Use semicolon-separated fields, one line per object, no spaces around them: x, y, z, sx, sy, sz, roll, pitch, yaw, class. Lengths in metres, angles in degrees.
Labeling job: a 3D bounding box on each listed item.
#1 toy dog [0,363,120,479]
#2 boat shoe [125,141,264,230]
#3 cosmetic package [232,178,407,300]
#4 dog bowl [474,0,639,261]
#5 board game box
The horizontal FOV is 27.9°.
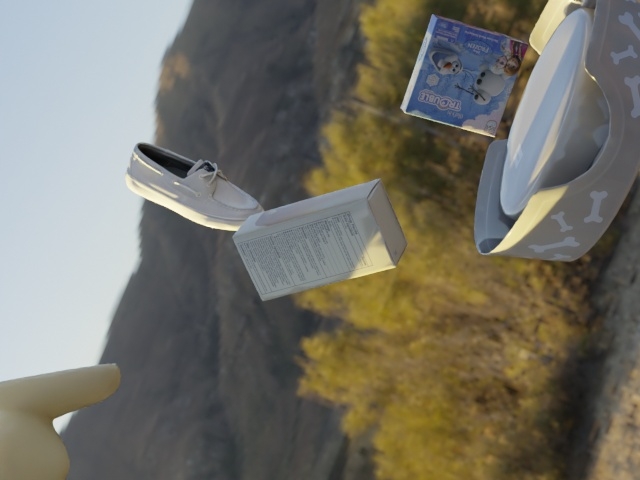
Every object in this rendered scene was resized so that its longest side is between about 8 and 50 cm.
-0.314;0.355;1.206;0.284;0.395;0.408;-28;75;42;toy dog
-0.150;-0.070;1.569;0.066;0.184;0.063;-43;-28;-51;boat shoe
0.000;0.000;0.958;0.060;0.115;0.041;67;-154;-19;cosmetic package
0.284;-0.134;1.460;0.349;0.102;0.349;-161;90;-86;dog bowl
0.128;-0.146;1.152;0.020;0.090;0.090;-113;39;-65;board game box
